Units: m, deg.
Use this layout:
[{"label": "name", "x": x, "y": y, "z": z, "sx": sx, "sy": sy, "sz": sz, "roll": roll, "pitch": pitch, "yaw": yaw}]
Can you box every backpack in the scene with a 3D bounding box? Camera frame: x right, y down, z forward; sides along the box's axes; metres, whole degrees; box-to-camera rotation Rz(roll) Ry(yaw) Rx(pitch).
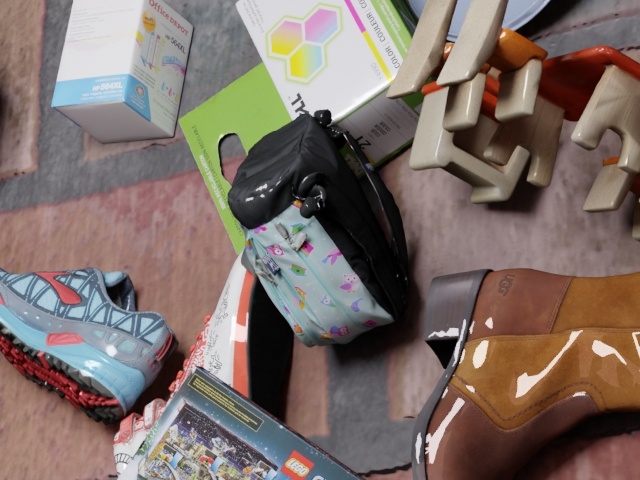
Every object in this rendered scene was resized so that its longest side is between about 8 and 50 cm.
[{"label": "backpack", "x": 0.000, "y": 0.000, "z": 1.445, "sx": 0.115, "sy": 0.182, "sz": 0.152, "roll": -22, "pitch": 24, "yaw": 25}]

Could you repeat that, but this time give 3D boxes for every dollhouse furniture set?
[{"label": "dollhouse furniture set", "x": 0.181, "y": -0.115, "z": 1.352, "sx": 0.259, "sy": 0.262, "sz": 0.135, "roll": -7, "pitch": 59, "yaw": 63}]

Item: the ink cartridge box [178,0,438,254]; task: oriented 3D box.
[{"label": "ink cartridge box", "x": -0.025, "y": -0.136, "z": 1.563, "sx": 0.255, "sy": 0.097, "sz": 0.189, "roll": -34, "pitch": 56, "yaw": 12}]

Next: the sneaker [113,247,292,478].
[{"label": "sneaker", "x": -0.108, "y": 0.131, "z": 1.497, "sx": 0.145, "sy": 0.090, "sz": 0.270, "roll": -7, "pitch": 69, "yaw": 24}]

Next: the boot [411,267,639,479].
[{"label": "boot", "x": 0.220, "y": 0.139, "z": 1.325, "sx": 0.280, "sy": 0.096, "sz": 0.264, "roll": -4, "pitch": 60, "yaw": 21}]

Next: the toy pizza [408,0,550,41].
[{"label": "toy pizza", "x": 0.158, "y": -0.274, "z": 1.542, "sx": 0.201, "sy": 0.032, "sz": 0.201, "roll": -12, "pitch": 71, "yaw": 39}]

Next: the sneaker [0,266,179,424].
[{"label": "sneaker", "x": -0.232, "y": 0.078, "z": 1.609, "sx": 0.262, "sy": 0.104, "sz": 0.125, "roll": 28, "pitch": 61, "yaw": 39}]

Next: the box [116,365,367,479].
[{"label": "box", "x": -0.050, "y": 0.232, "z": 1.381, "sx": 0.233, "sy": 0.044, "sz": 0.159, "roll": 34, "pitch": 87, "yaw": 6}]

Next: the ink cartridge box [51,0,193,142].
[{"label": "ink cartridge box", "x": -0.194, "y": -0.182, "z": 1.685, "sx": 0.090, "sy": 0.092, "sz": 0.143, "roll": -2, "pitch": 69, "yaw": 29}]
